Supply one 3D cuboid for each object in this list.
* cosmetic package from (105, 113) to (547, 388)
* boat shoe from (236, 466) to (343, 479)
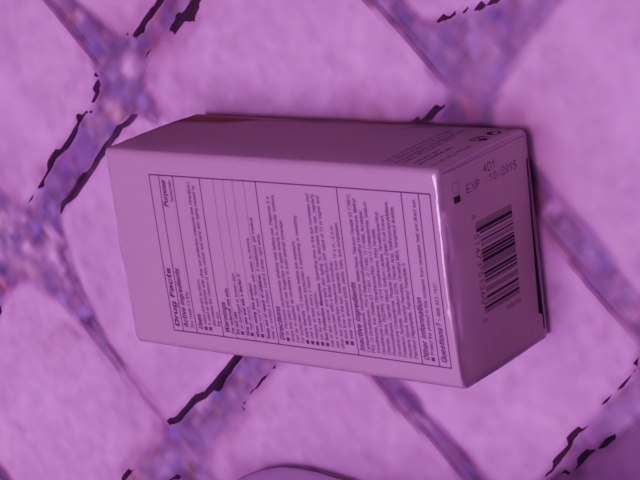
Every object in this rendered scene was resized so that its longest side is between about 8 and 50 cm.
[{"bbox_3d":[0.000,0.000,0.523,0.115,0.041,0.060,7,112,39],"label":"cosmetic package"},{"bbox_3d":[0.053,0.130,0.488,0.301,0.102,0.108,13,115,37],"label":"boat shoe"}]
